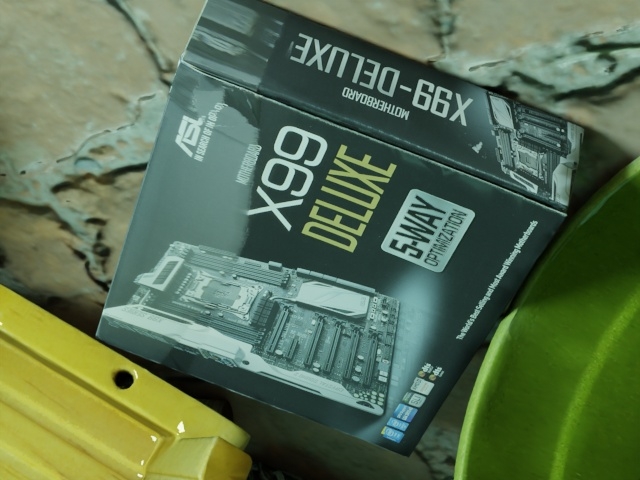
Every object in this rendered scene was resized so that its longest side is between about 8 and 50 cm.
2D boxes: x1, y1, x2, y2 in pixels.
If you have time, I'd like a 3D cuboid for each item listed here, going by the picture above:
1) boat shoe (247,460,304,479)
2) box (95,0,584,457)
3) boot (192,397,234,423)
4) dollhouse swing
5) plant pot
[{"bbox_3d":[-0.050,0.242,1.365,0.335,0.121,0.119,7,144,16],"label":"boat shoe"},{"bbox_3d":[0.000,0.000,1.096,0.242,0.076,0.307,21,142,-4],"label":"box"},{"bbox_3d":[-0.151,0.211,1.308,0.152,0.197,0.073,-4,142,13],"label":"boot"},{"bbox_3d":[-0.238,0.208,1.100,0.315,0.347,0.305,30,168,8],"label":"dollhouse swing"},{"bbox_3d":[0.328,0.159,0.986,0.353,0.366,0.366,26,142,-30],"label":"plant pot"}]
